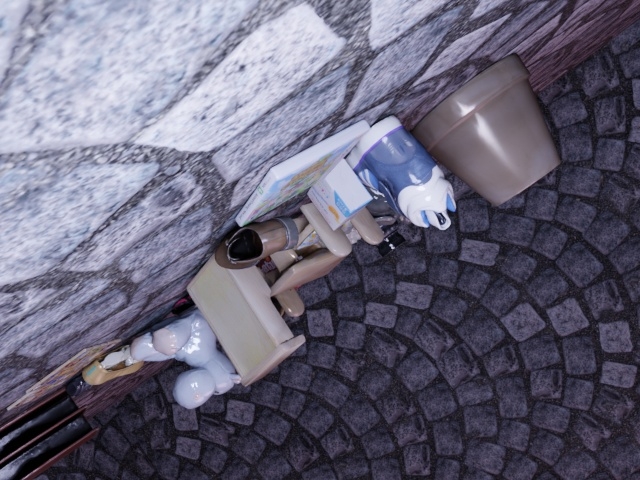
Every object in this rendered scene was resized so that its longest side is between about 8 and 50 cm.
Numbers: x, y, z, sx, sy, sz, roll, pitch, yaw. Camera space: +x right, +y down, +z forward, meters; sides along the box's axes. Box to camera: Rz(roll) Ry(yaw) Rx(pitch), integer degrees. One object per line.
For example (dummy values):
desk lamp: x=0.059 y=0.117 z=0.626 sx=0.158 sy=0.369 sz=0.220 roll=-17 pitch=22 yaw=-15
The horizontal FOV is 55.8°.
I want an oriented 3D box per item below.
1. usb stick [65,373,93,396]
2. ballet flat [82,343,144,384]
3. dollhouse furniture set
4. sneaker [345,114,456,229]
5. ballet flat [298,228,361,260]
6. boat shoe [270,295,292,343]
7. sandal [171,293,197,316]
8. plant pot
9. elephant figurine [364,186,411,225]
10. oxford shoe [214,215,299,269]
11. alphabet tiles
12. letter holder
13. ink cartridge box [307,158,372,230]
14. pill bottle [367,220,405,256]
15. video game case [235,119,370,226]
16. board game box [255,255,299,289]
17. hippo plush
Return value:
usb stick: x=-0.578 y=0.347 z=1.689 sx=0.077 sy=0.045 sz=0.278 roll=-39 pitch=174 yaw=37
ballet flat: x=-0.522 y=0.315 z=1.587 sx=0.073 sy=0.080 sz=0.232 roll=-48 pitch=172 yaw=19
dollhouse furniture set: x=-0.062 y=0.121 z=1.401 sx=0.394 sy=0.256 sz=0.362 roll=-18 pitch=159 yaw=-49
sneaker: x=0.166 y=-0.106 z=1.239 sx=0.130 sy=0.236 sz=0.323 roll=-35 pitch=176 yaw=-6
ballet flat: x=0.000 y=0.000 z=2.106 sx=0.409 sy=0.147 sz=0.147 roll=-37 pitch=177 yaw=-31
boat shoe: x=-0.152 y=0.197 z=1.694 sx=0.130 sy=0.355 sz=0.132 roll=-27 pitch=132 yaw=3
sandal: x=-0.353 y=0.165 z=1.564 sx=0.067 sy=0.040 sz=0.179 roll=-27 pitch=-173 yaw=-29
plant pot: x=0.432 y=-0.249 z=1.507 sx=0.323 sy=0.280 sz=0.323 roll=-34 pitch=176 yaw=-3
elephant figurine: x=0.186 y=-0.099 z=1.818 sx=0.169 sy=0.186 sz=0.239 roll=-57 pitch=169 yaw=-26
oxford shoe: x=-0.144 y=0.008 z=1.104 sx=0.096 sy=0.082 sz=0.227 roll=-18 pitch=176 yaw=-40
alphabet tiles: x=-0.589 y=0.305 z=1.381 sx=0.237 sy=0.009 sz=0.198 roll=-36 pitch=176 yaw=1
letter holder: x=-0.761 y=0.533 z=1.612 sx=0.302 sy=0.152 sz=0.214 roll=-33 pitch=173 yaw=-37
ink cartridge box: x=0.033 y=-0.088 z=1.277 sx=0.062 sy=0.104 sz=0.181 roll=-34 pitch=175 yaw=-18
pill bottle: x=0.175 y=-0.060 z=1.959 sx=0.123 sy=0.219 sz=0.123 roll=-36 pitch=176 yaw=-3
video game case: x=-0.033 y=-0.113 z=1.033 sx=0.212 sy=0.023 sz=0.193 roll=-33 pitch=175 yaw=-32
board game box: x=-0.157 y=0.125 z=1.894 sx=0.281 sy=0.145 sz=0.027 roll=-40 pitch=173 yaw=40
hippo plush: x=-0.339 y=0.311 z=1.602 sx=0.234 sy=0.236 sz=0.294 roll=-20 pitch=-174 yaw=43
